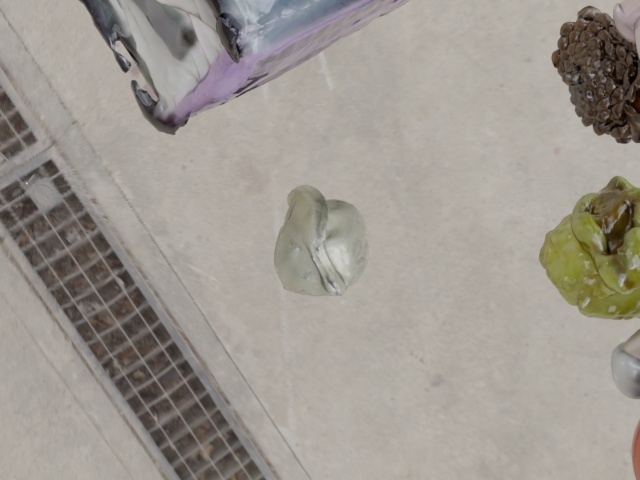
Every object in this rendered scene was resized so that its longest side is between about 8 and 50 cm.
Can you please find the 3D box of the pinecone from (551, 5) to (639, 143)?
[{"bbox_3d":[0.389,-0.208,1.136,0.150,0.195,0.179,-33,61,22],"label":"pinecone"}]

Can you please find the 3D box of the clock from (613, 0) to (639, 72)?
[{"bbox_3d":[0.468,-0.129,0.898,0.325,0.184,0.342,41,36,-18],"label":"clock"}]

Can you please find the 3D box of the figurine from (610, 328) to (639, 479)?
[{"bbox_3d":[0.517,0.266,1.222,0.196,0.323,0.320,-15,133,9],"label":"figurine"}]

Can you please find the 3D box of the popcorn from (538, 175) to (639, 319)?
[{"bbox_3d":[0.466,0.017,1.369,0.256,0.255,0.195,-8,62,13],"label":"popcorn"}]

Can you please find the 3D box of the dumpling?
[{"bbox_3d":[0.000,0.000,1.055,0.118,0.199,0.136,-12,107,-4],"label":"dumpling"}]

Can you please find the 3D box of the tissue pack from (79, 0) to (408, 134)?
[{"bbox_3d":[0.018,-0.245,0.416,0.361,0.122,0.259,-37,100,-31],"label":"tissue pack"}]
